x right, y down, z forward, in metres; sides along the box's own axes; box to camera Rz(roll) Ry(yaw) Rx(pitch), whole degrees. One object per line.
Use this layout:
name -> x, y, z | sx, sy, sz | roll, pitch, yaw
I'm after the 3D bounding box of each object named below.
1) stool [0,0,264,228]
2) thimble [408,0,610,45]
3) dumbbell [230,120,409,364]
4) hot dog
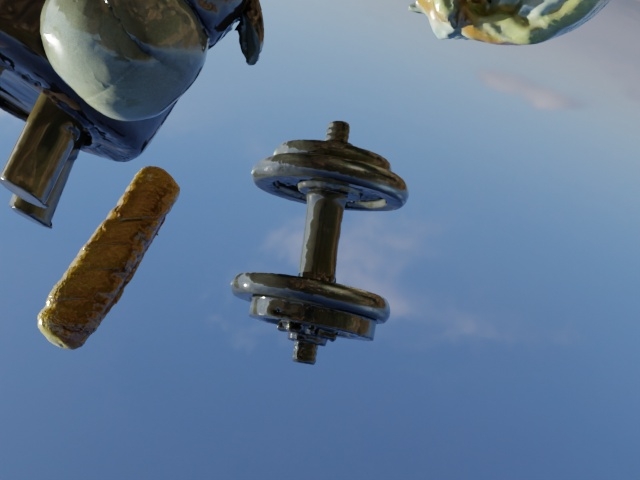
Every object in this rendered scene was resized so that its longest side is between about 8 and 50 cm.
stool -> -0.109, -0.077, 0.364 | 0.217, 0.121, 0.125 | 8, 154, 47
thimble -> 0.211, -0.340, 0.903 | 0.254, 0.288, 0.167 | 31, -159, 12
dumbbell -> 0.000, 0.000, 1.011 | 0.192, 0.290, 0.192 | 9, 171, 1
hot dog -> -0.282, 0.015, 1.163 | 0.087, 0.286, 0.061 | 25, 155, -2
